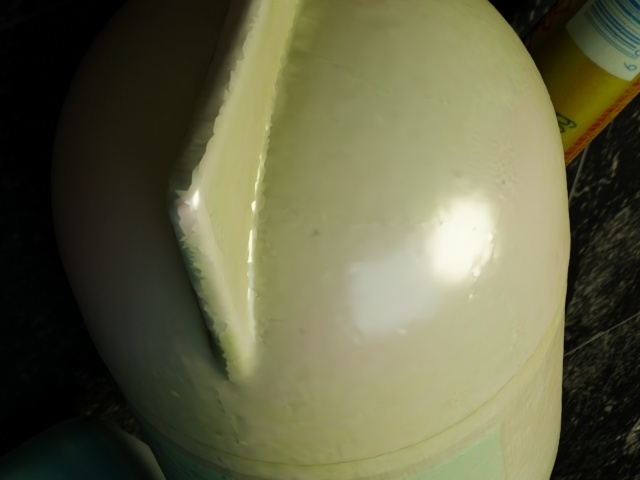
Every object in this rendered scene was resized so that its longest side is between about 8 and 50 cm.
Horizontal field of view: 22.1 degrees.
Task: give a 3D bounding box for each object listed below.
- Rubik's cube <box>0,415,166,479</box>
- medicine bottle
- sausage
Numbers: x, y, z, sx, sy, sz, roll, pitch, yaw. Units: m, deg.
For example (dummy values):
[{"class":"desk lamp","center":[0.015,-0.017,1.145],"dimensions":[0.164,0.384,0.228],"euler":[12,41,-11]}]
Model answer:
[{"class":"Rubik's cube","center":[-0.143,0.360,1.020],"dimensions":[0.352,0.352,0.347],"euler":[-35,151,-2]},{"class":"medicine bottle","center":[0.000,0.000,0.779],"dimensions":[0.236,0.235,0.406],"euler":[-33,149,-12]},{"class":"sausage","center":[0.165,-0.118,0.902],"dimensions":[0.082,0.082,0.371],"euler":[-12,153,-41]}]
